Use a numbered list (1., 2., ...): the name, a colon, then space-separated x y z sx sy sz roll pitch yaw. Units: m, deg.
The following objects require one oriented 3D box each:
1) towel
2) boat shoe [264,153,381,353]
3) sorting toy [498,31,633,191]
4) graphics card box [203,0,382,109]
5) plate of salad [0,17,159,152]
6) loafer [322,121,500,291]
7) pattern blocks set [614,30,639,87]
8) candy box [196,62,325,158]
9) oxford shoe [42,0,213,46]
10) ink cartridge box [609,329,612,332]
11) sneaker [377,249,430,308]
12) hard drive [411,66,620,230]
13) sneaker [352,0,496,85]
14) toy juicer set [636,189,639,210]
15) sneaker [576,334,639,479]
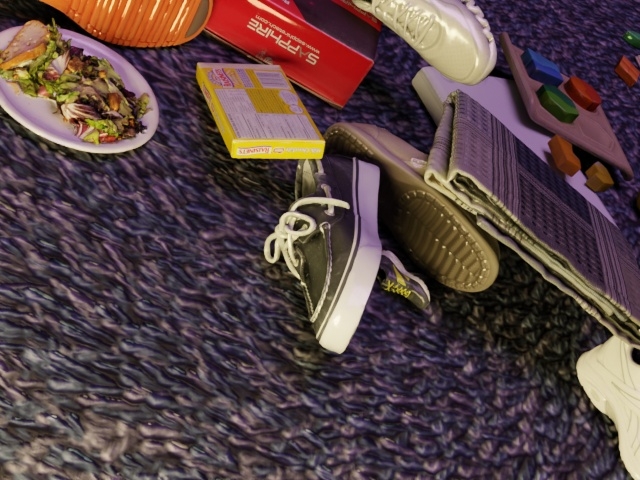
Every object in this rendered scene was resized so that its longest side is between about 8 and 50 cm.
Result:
1. towel: 0.256 -0.028 1.385 0.312 0.056 0.324 40 21 -9
2. boat shoe: 0.002 -0.003 1.230 0.105 0.113 0.306 20 38 -9
3. sorting toy: 0.376 -0.177 1.722 0.229 0.041 0.307 29 31 -27
4. graphics card box: -0.022 -0.358 1.617 0.233 0.094 0.371 29 36 -11
5. plate of salad: -0.263 -0.172 1.261 0.200 0.048 0.199 22 38 -18
6. loafer: 0.119 -0.053 1.383 0.268 0.102 0.092 46 44 15
7. pattern blocks set: 0.646 -0.260 2.088 0.285 0.026 0.324 11 43 -30
8. candy box: -0.072 -0.152 1.344 0.105 0.027 0.206 -3 33 -17
9. oxford shoe: -0.289 -0.325 1.351 0.364 0.130 0.132 15 23 -38
10. ink cartridge box: 0.530 0.153 1.459 0.211 0.121 0.289 -15 60 -46
11. sneaker: 0.086 0.049 1.310 0.035 0.031 0.083 -31 66 -37
12. hard drive: 0.271 -0.113 1.621 0.203 0.040 0.307 3 48 -36
13. sneaker: 0.107 -0.308 1.522 0.292 0.110 0.118 49 40 14
14. toy juicer set: 0.563 -0.016 1.701 0.209 0.089 0.329 28 37 -10
15. sneaker: 0.382 0.192 1.305 0.090 0.115 0.232 -3 51 -40
